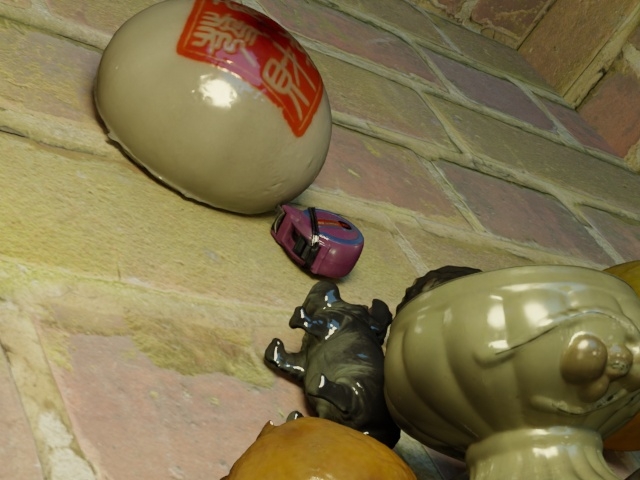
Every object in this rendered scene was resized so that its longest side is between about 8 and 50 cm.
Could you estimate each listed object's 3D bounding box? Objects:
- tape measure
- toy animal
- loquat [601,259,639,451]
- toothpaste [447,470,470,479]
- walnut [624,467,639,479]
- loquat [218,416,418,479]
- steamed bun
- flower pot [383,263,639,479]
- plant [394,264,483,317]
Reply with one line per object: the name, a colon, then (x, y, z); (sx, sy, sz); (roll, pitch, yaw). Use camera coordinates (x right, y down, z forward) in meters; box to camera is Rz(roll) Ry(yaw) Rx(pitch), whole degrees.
tape measure: (0.000, 0.000, 1.641); (0.118, 0.074, 0.125); (8, 30, -36)
toy animal: (0.024, 0.139, 1.384); (0.168, 0.106, 0.343); (29, 22, -11)
loquat: (0.463, 0.169, 1.679); (0.276, 0.284, 0.276); (34, 25, -18)
toothpaste: (0.188, 0.314, 1.318); (0.282, 0.099, 0.068); (-17, 90, -56)
walnut: (0.473, 0.390, 1.232); (0.381, 0.381, 0.381); (28, 25, -15)
loquat: (0.009, 0.276, 1.005); (0.238, 0.193, 0.238); (22, 30, -14)
steamed bun: (-0.140, -0.225, 1.675); (0.374, 0.241, 0.374); (32, 25, -16)
flower pot: (0.222, 0.188, 1.164); (0.307, 0.307, 0.244); (16, 57, -37)
plant: (0.223, 0.153, 1.464); (0.188, 0.199, 0.276); (5, 20, -31)
